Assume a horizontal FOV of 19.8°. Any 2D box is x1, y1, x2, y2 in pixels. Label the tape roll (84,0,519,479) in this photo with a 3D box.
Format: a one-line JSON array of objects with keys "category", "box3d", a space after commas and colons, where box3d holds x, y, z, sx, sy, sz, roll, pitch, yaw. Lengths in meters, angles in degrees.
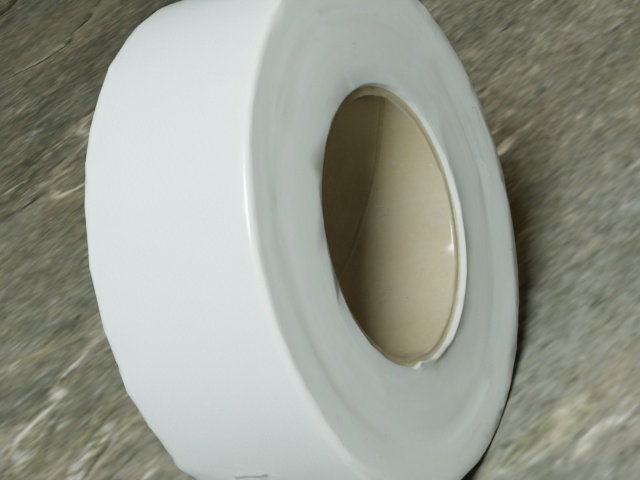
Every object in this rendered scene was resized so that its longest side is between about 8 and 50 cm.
[{"category": "tape roll", "box3d": [0.000, 0.000, 0.977, 0.100, 0.286, 0.286, -10, 32, 30]}]
